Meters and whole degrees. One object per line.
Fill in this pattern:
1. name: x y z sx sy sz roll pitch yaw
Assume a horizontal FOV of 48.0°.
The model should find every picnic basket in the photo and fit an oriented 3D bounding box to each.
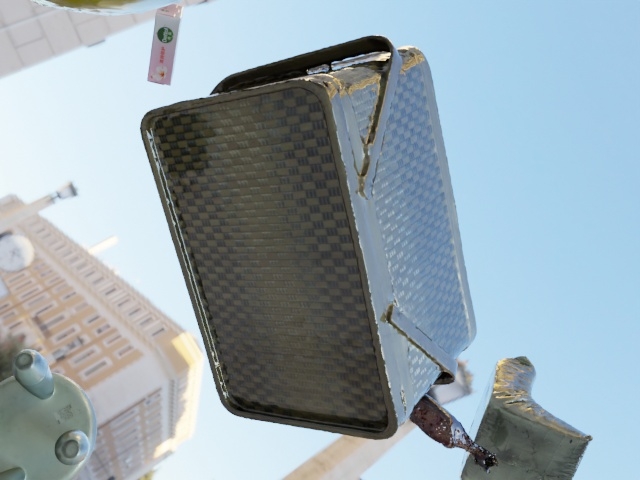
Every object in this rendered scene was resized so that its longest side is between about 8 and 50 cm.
1. picnic basket: 0.000 0.000 0.524 0.165 0.139 0.267 -2 -71 35

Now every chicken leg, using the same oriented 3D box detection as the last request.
1. chicken leg: 0.187 0.290 1.143 0.253 0.051 0.106 40 -4 -4

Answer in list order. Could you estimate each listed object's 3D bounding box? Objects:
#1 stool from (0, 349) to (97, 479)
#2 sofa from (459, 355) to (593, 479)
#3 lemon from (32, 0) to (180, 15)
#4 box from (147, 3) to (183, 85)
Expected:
1. stool: -0.443 0.286 1.062 0.195 0.195 0.199 59 -15 7
2. sofa: 0.368 0.353 1.301 0.176 0.225 0.210 19 -72 13
3. lemon: -0.127 -0.247 0.431 0.219 0.240 0.240 39 -26 -1
4. box: -0.275 -0.349 1.273 0.089 0.043 0.125 -103 -155 -60
